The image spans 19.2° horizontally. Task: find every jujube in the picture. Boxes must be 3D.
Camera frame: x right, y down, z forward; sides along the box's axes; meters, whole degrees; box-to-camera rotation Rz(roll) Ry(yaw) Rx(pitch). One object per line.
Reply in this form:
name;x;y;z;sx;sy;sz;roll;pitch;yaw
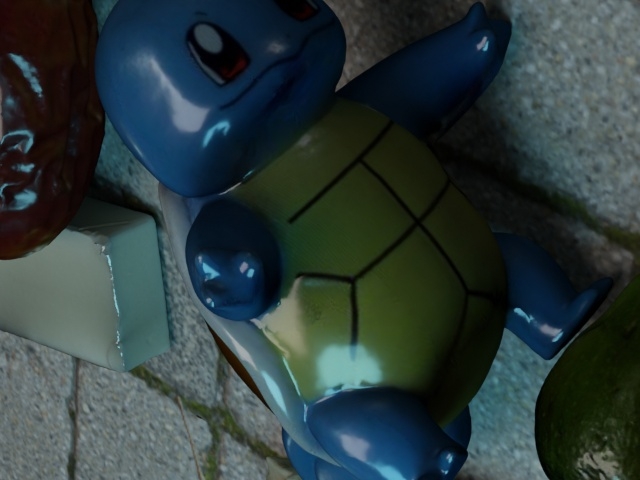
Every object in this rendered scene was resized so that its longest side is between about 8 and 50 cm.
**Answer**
jujube;-0.243;-0.111;1.401;0.174;0.174;0.250;7;97;43

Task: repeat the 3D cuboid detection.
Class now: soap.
soap;-0.207;0.025;1.514;0.183;0.064;0.121;16;121;39

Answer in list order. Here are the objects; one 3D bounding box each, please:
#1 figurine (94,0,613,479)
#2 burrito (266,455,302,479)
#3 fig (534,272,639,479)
figurine;0.029;0.013;1.136;0.243;0.298;0.416;15;136;46
burrito;0.104;0.237;1.299;0.392;0.076;0.117;11;106;39
fig;0.197;0.092;1.122;0.123;0.123;0.156;22;87;36
